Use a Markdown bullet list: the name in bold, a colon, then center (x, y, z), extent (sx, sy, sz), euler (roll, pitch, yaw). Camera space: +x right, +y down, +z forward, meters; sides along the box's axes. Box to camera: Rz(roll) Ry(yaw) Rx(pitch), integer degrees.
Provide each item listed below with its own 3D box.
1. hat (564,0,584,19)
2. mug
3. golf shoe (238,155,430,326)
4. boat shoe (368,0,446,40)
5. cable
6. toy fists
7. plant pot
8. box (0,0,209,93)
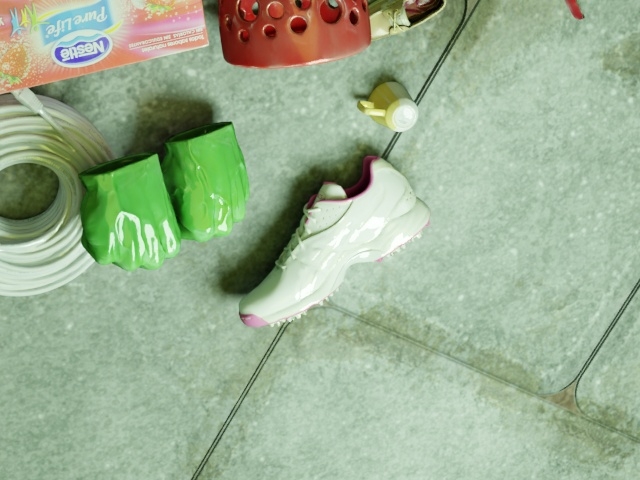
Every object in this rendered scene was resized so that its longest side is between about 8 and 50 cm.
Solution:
- **hat**: center (0.269, -0.402, 1.917), extent (0.173, 0.183, 0.208), euler (-24, 76, -18)
- **mug**: center (0.097, -0.175, 1.933), extent (0.078, 0.064, 0.062), euler (-28, 119, -5)
- **golf shoe**: center (0.000, 0.000, 1.961), extent (0.306, 0.115, 0.140), euler (-35, 108, -9)
- **boat shoe**: center (0.106, -0.303, 1.891), extent (0.135, 0.045, 0.050), euler (-29, 118, -5)
- **cable**: center (-0.383, -0.060, 1.804), extent (0.257, 0.089, 0.257), euler (35, 98, -29)
- **toy fists**: center (-0.198, -0.052, 1.813), extent (0.279, 0.096, 0.142), euler (-28, 110, -48)
- **plant pot**: center (-0.038, -0.316, 1.755), extent (0.191, 0.191, 0.174), euler (-12, 113, -14)
- **box**: center (-0.303, -0.286, 1.698), extent (0.300, 0.154, 0.142), euler (-15, 117, -14)
